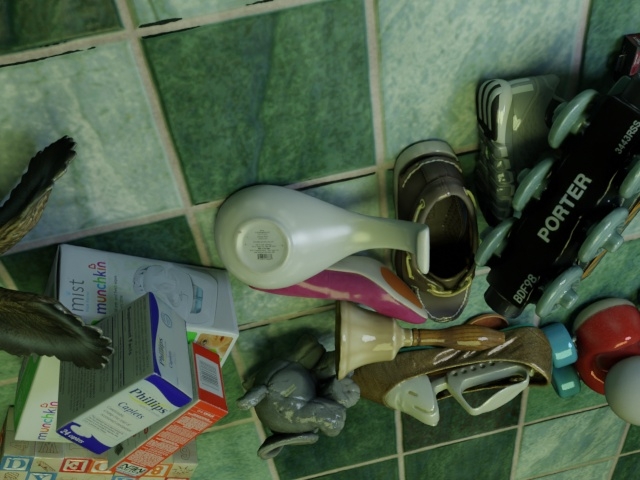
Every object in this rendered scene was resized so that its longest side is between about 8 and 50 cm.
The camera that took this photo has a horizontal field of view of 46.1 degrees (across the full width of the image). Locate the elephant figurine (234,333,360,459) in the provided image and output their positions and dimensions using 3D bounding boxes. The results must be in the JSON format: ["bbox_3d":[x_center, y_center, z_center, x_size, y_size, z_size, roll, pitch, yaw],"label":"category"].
[{"bbox_3d":[-0.045,0.269,1.188,0.186,0.169,0.239,29,142,-3],"label":"elephant figurine"}]

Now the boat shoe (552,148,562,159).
[{"bbox_3d":[0.370,-0.127,0.978,0.135,0.050,0.045,-20,141,3],"label":"boat shoe"}]

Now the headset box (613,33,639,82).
[{"bbox_3d":[0.399,-0.218,0.910,0.083,0.032,0.062,-9,135,-6],"label":"headset box"}]

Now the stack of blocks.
[{"bbox_3d":[-0.369,0.364,1.220,0.297,0.087,0.171,12,129,-26],"label":"stack of blocks"}]

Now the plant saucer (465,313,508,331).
[{"bbox_3d":[0.270,0.149,1.246,0.083,0.013,0.083,-8,134,-9],"label":"plant saucer"}]

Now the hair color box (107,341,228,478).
[{"bbox_3d":[-0.195,0.214,0.943,0.167,0.093,0.053,-38,132,19],"label":"hair color box"}]

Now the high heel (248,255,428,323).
[{"bbox_3d":[0.026,0.073,1.024,0.244,0.082,0.117,30,112,-20],"label":"high heel"}]

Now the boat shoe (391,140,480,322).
[{"bbox_3d":[0.162,0.017,1.026,0.117,0.096,0.324,-13,135,-2],"label":"boat shoe"}]

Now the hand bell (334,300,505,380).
[{"bbox_3d":[0.144,0.141,1.081,0.242,0.126,0.126,2,134,-3],"label":"hand bell"}]

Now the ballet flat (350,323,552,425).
[{"bbox_3d":[0.212,0.229,1.213,0.342,0.124,0.116,-12,137,2],"label":"ballet flat"}]

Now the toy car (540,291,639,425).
[{"bbox_3d":[0.515,0.234,1.240,0.219,0.238,0.210,-21,135,5],"label":"toy car"}]

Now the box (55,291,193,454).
[{"bbox_3d":[-0.221,0.149,0.850,0.137,0.126,0.072,-31,131,12],"label":"box"}]

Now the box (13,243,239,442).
[{"bbox_3d":[-0.268,0.150,1.015,0.231,0.126,0.262,11,128,-27],"label":"box"}]

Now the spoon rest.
[{"bbox_3d":[0.000,0.000,0.935,0.276,0.084,0.137,3,106,14],"label":"spoon rest"}]

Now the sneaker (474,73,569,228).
[{"bbox_3d":[0.269,-0.108,0.946,0.132,0.086,0.228,-15,135,-5],"label":"sneaker"}]

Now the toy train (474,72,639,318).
[{"bbox_3d":[0.318,-0.047,0.897,0.190,0.142,0.334,-15,139,-48],"label":"toy train"}]

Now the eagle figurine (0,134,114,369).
[{"bbox_3d":[-0.363,0.039,0.804,0.298,0.225,0.226,-13,131,1],"label":"eagle figurine"}]
